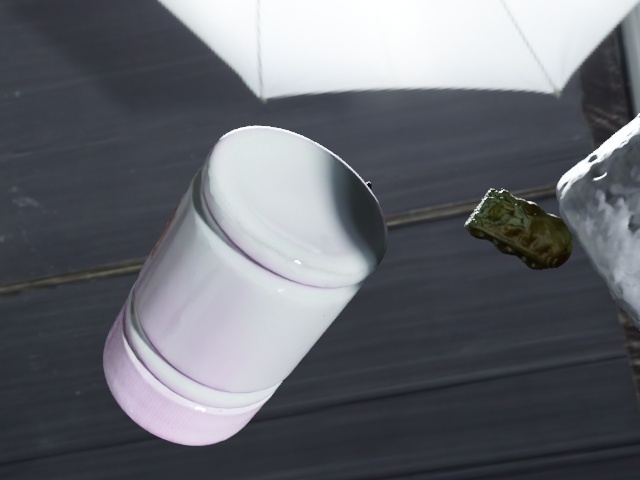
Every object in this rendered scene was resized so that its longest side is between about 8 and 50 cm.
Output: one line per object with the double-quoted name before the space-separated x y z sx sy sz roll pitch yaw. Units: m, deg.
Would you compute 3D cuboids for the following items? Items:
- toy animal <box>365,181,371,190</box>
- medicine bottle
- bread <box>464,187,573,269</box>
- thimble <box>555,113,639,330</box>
"toy animal" 0.006 -0.004 1.060 0.116 0.179 0.219 28 38 -55
"medicine bottle" -0.090 0.055 0.913 0.316 0.202 0.202 -52 -150 36
"bread" 0.211 -0.009 0.885 0.060 0.110 0.066 -55 172 -47
"thimble" 0.315 -0.001 0.645 0.245 0.157 0.217 39 28 -17
